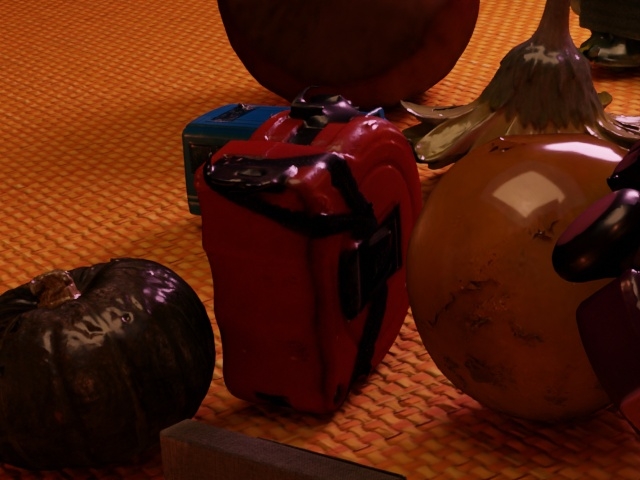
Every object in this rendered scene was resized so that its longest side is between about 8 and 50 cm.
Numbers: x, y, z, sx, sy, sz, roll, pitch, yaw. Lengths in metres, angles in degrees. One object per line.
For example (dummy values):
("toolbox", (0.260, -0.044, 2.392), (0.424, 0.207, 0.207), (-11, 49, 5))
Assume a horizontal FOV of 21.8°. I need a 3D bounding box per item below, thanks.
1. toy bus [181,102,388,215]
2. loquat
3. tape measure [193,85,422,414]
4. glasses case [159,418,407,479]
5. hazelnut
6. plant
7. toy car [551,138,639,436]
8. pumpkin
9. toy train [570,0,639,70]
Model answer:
("toy bus", (-0.027, -0.077, 1.804), (0.246, 0.134, 0.113), (7, 25, 36))
("loquat", (0.180, 0.029, 1.308), (0.235, 0.235, 0.235), (-6, 20, 2))
("tape measure", (0.000, 0.001, 1.412), (0.114, 0.253, 0.260), (9, 31, 25))
("glasses case", (-0.027, 0.182, 1.192), (0.205, 0.070, 0.047), (10, 22, 40))
("hazelnut", (0.027, -0.323, 2.191), (0.366, 0.365, 0.366), (-6, 20, 2))
("plant", (0.261, -0.144, 1.824), (0.306, 0.297, 0.261), (2, 47, -22))
("toy car", (0.340, 0.015, 1.118), (0.240, 0.271, 0.340), (-39, 7, 41))
("pumpkin", (-0.194, 0.097, 1.355), (0.224, 0.157, 0.223), (-16, 14, 4))
("toy train", (0.527, -0.300, 2.187), (0.272, 0.179, 0.442), (-8, 18, -26))
